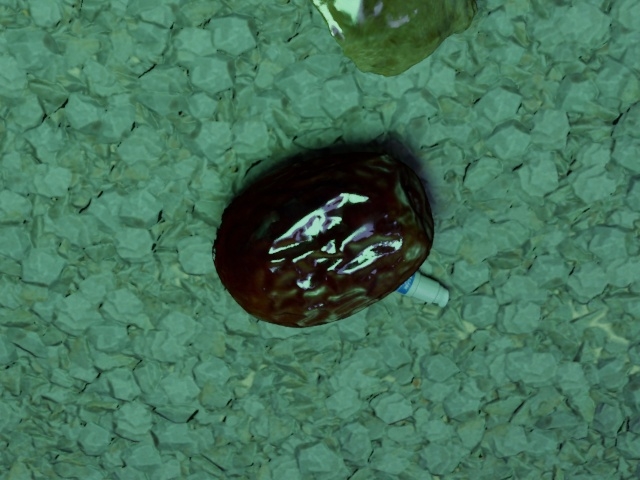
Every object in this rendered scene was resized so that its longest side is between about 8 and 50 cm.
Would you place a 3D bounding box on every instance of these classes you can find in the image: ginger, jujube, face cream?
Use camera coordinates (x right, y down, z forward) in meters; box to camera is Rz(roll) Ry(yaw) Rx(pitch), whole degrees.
[{"bbox_3d":[0.070,-0.307,1.856,0.221,0.130,0.275,-43,118,11],"label":"ginger"},{"bbox_3d":[0.000,0.000,1.997,0.243,0.183,0.183,-19,119,21],"label":"jujube"},{"bbox_3d":[0.092,0.045,2.107,0.130,0.034,0.034,24,117,-14],"label":"face cream"}]
